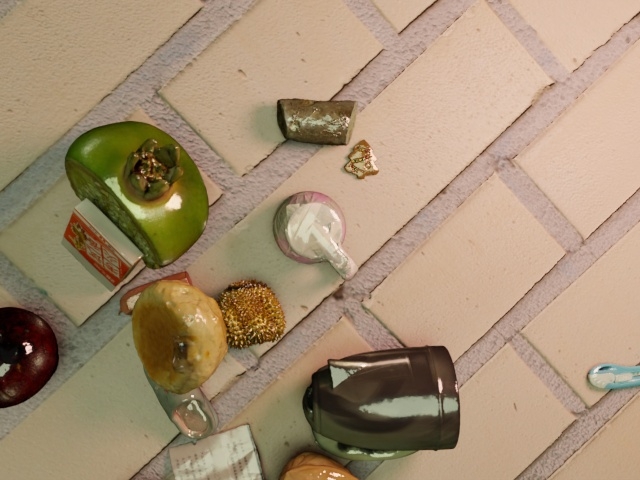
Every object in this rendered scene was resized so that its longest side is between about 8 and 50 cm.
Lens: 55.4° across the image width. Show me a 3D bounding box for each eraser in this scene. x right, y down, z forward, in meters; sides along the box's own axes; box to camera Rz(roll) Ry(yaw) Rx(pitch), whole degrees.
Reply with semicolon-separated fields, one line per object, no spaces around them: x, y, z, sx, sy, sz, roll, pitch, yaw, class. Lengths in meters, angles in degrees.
-0.459;0.017;1.270;0.157;0.230;0.038;46;57;-7;eraser

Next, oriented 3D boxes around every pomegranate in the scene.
-0.338;-0.118;1.223;0.216;0.359;0.309;-42;98;-33;pomegranate

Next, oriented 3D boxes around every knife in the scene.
0.767;0.328;1.501;0.222;0.031;0.064;-5;91;-6;knife

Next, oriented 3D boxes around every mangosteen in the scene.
-0.660;0.235;1.261;0.216;0.216;0.216;0;94;-6;mangosteen

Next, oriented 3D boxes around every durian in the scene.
-0.163;0.167;1.351;0.158;0.137;0.168;-29;105;-24;durian

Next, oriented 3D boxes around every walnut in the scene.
0.006;0.592;1.345;0.225;0.225;0.261;-37;110;-2;walnut

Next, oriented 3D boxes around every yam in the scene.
-0.008;-0.264;1.354;0.183;0.107;0.107;3;93;-3;yam

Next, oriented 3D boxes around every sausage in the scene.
-0.370;0.122;1.361;0.170;0.065;0.065;-19;95;-5;sausage

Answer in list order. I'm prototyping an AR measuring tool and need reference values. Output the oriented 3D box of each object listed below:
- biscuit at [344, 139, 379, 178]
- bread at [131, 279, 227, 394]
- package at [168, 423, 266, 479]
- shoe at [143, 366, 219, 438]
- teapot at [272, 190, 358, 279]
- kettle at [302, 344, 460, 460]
0.098;-0.188;1.409;0.082;0.016;0.092;8;95;-6;biscuit
-0.286;0.191;1.272;0.245;0.134;0.244;10;106;37;bread
-0.222;0.574;1.406;0.204;0.062;0.250;-17;91;-6;package
-0.315;0.344;1.362;0.103;0.100;0.251;-31;99;-2;shoe
-0.014;0.002;1.329;0.163;0.178;0.221;-16;96;-4;teapot
0.123;0.384;1.370;0.324;0.228;0.320;-2;125;-1;kettle
